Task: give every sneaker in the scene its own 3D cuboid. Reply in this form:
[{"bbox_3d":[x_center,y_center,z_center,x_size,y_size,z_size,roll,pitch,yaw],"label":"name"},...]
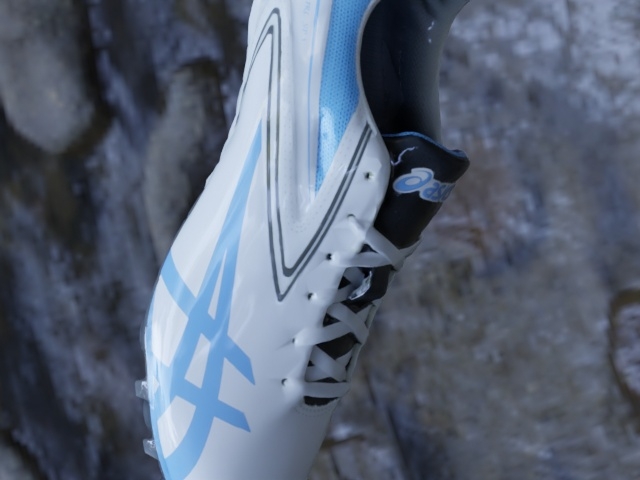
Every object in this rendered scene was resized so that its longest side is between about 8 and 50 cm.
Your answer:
[{"bbox_3d":[0.000,0.000,0.635,0.086,0.085,0.237,16,94,33],"label":"sneaker"}]
